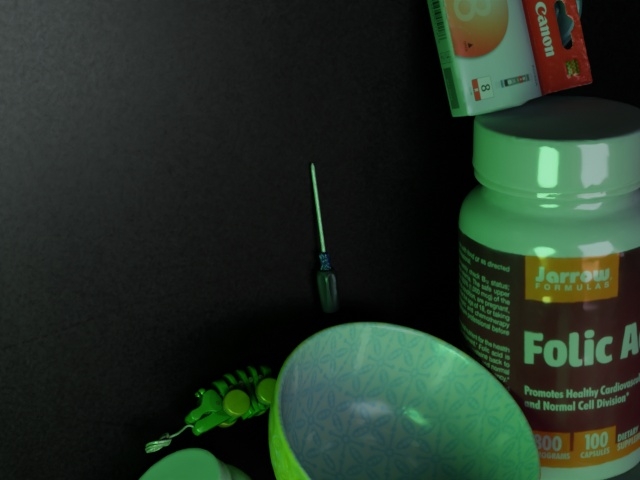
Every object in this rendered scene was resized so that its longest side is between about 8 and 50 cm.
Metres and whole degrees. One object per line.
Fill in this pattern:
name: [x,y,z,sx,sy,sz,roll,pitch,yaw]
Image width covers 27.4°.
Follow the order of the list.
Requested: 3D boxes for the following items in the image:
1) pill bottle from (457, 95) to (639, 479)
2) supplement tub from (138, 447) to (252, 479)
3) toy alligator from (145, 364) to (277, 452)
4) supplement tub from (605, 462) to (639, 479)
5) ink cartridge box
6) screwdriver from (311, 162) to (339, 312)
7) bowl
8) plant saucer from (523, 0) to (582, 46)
pill bottle: [0.265,0.051,1.462,0.224,0.224,0.392,-14,114,-27]
supplement tub: [-0.103,0.325,1.378,0.144,0.144,0.199,-45,124,-11]
toy alligator: [-0.105,0.169,1.382,0.190,0.056,0.051,-17,75,-27]
supplement tub: [0.311,0.444,1.619,0.241,0.241,0.331,-1,108,-32]
ink cartridge box: [0.211,-0.219,1.408,0.179,0.045,0.145,-15,96,-16]
screwdriver: [0.000,0.000,1.405,0.025,0.024,0.170,-39,126,-49]
bowl: [0.067,0.241,1.365,0.289,0.289,0.156,-5,137,-30]
plant saucer: [0.252,-0.257,1.470,0.119,0.021,0.119,-11,113,-28]
